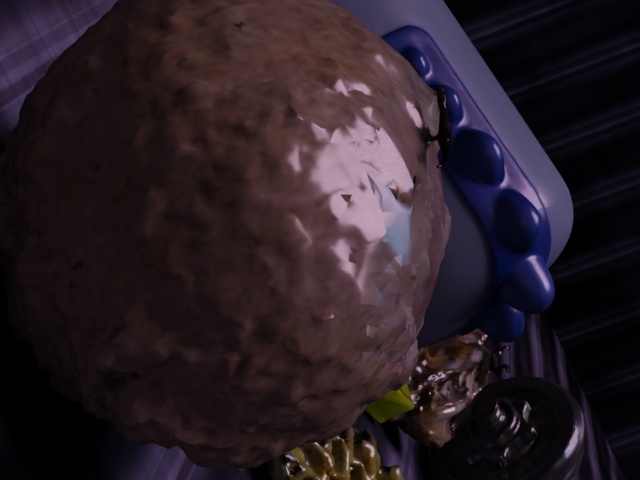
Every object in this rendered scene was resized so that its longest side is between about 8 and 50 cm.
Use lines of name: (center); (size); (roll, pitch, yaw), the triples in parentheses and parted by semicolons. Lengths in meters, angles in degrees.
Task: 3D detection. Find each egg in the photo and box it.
egg: (-0.054, -0.017, 1.019); (0.279, 0.279, 0.310); (59, 14, -31)

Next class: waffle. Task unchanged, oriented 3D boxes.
waffle: (0.026, 0.233, 1.375); (0.204, 0.054, 0.223); (3, 62, -66)

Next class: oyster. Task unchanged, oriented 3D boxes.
oyster: (0.122, 0.086, 1.904); (0.198, 0.133, 0.337); (36, 31, -27)

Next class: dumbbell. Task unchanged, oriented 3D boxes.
dumbbell: (0.257, 0.311, 1.964); (0.406, 0.179, 0.179); (58, 13, -34)

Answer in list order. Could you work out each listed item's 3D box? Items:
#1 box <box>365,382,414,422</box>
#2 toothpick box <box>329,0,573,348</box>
box: (0.000, 0.000, 1.764); (0.187, 0.047, 0.335); (50, 18, -54)
toothpick box: (0.076, -0.064, 1.574); (0.355, 0.263, 0.263); (57, 10, 10)
